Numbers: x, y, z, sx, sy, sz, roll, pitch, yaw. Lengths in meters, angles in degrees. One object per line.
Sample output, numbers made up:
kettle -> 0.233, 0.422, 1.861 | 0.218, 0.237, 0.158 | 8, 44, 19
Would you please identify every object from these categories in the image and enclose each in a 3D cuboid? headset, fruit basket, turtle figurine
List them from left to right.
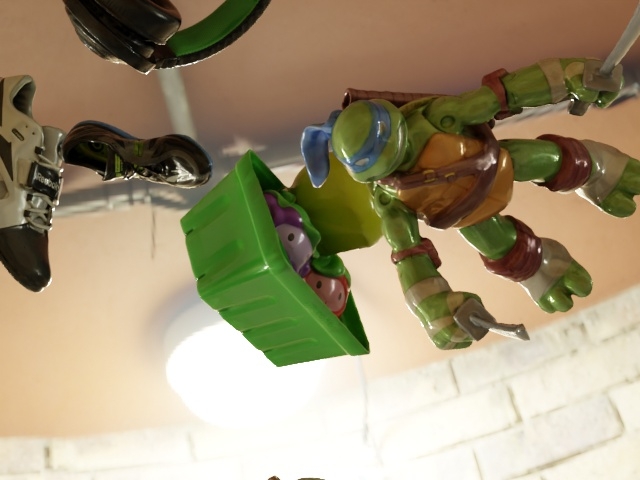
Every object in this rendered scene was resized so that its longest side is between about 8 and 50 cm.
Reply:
headset -> -0.215, -0.319, 1.294 | 0.394, 0.185, 0.243 | -9, -43, -46
fruit basket -> 0.000, 0.000, 1.929 | 0.391, 0.283, 0.392 | -12, -37, -9
turtle figurine -> 0.147, -0.018, 0.796 | 0.274, 0.198, 0.266 | -6, -13, 38

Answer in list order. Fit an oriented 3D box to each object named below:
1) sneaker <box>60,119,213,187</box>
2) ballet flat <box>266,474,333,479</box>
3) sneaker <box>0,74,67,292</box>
sneaker -> -0.214, -0.090, 1.356 | 0.188, 0.078, 0.067 | 12, -56, 11
ballet flat -> 0.019, 0.391, 1.661 | 0.316, 0.106, 0.108 | 7, -43, 41
sneaker -> -0.418, -0.093, 1.653 | 0.146, 0.331, 0.122 | -23, -16, 6
